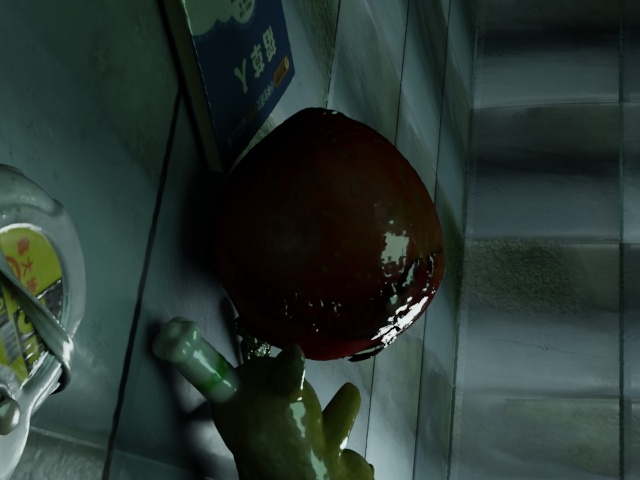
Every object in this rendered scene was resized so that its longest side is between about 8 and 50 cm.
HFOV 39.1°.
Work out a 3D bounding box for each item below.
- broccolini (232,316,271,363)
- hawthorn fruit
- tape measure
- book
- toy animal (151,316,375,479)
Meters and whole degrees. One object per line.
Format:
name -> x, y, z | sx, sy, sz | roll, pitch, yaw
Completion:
broccolini -> -0.079, 0.199, 1.220 | 0.054, 0.051, 0.239 | -23, 122, -30
hawthorn fruit -> 0.003, -0.007, 1.090 | 0.316, 0.316, 0.316 | 0, 90, -72
tape measure -> -0.237, 0.048, 0.595 | 0.197, 0.120, 0.236 | -48, 141, -56
book -> -0.122, -0.336, 1.087 | 0.300, 0.039, 0.428 | -66, 151, -52
toy animal -> -0.048, 0.215, 1.057 | 0.180, 0.181, 0.363 | -75, 150, -68
